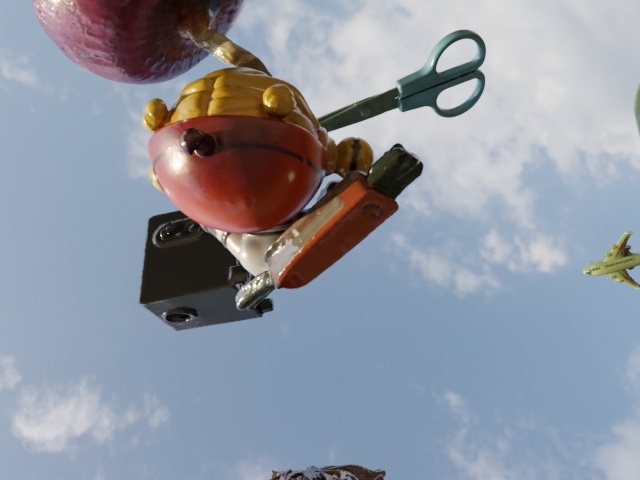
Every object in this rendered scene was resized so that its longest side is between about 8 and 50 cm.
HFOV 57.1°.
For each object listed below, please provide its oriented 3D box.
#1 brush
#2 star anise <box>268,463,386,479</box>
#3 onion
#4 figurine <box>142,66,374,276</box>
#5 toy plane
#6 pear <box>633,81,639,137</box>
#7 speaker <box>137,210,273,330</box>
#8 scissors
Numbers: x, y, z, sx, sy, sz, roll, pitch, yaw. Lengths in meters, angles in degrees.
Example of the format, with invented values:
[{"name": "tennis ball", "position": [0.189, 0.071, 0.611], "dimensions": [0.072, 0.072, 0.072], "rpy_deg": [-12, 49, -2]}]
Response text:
[{"name": "brush", "position": [0.000, 0.001, 0.738], "dimensions": [0.070, 0.323, 0.051], "rpy_deg": [15, -137, -46]}, {"name": "star anise", "position": [0.005, 0.401, 0.917], "dimensions": [0.220, 0.214, 0.098], "rpy_deg": [9, -104, -31]}, {"name": "onion", "position": [-0.255, -0.405, 0.907], "dimensions": [0.358, 0.358, 0.345], "rpy_deg": [-35, -133, -31]}, {"name": "figurine", "position": [-0.093, -0.087, 0.770], "dimensions": [0.320, 0.323, 0.196], "rpy_deg": [-5, -124, 14]}, {"name": "toy plane", "position": [0.462, 0.034, 0.907], "dimensions": [0.040, 0.111, 0.102], "rpy_deg": [-57, -50, -61]}, {"name": "pear", "position": [0.472, -0.164, 0.693], "dimensions": [0.188, 0.220, 0.187], "rpy_deg": [1, -86, 13]}, {"name": "speaker", "position": [-0.251, 0.058, 1.333], "dimensions": [0.254, 0.184, 0.232], "rpy_deg": [-10, -121, 12]}, {"name": "scissors", "position": [0.126, -0.275, 1.174], "dimensions": [0.447, 0.192, 0.029], "rpy_deg": [-21, -131, -6]}]
